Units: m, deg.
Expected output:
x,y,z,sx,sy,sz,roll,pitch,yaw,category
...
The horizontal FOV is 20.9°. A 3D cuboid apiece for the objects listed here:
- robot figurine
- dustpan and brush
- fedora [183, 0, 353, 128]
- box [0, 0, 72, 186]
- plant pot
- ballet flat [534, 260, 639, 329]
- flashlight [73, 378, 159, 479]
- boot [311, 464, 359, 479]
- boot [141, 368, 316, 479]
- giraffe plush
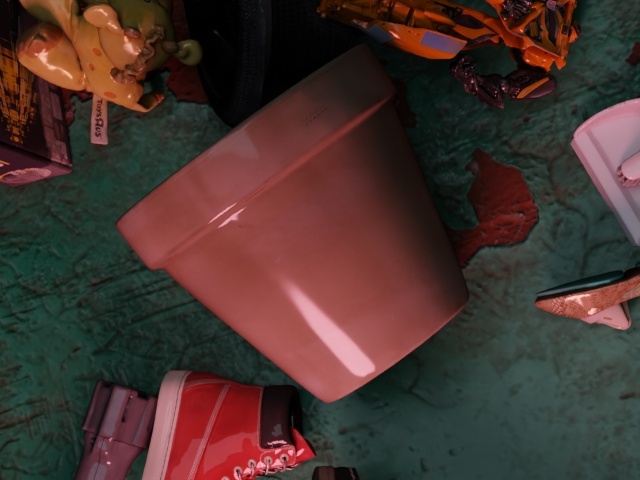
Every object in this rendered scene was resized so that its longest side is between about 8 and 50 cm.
x,y,z,sx,sy,sz,roll,pitch,yaw,category
0.149,-0.260,1.800,0.291,0.085,0.211,16,77,-19,robot figurine
0.379,-0.106,1.793,0.211,0.060,0.147,-31,76,10,dustpan and brush
-0.051,-0.287,1.861,0.153,0.334,0.334,-7,80,-16,fedora
-0.406,-0.275,1.901,0.097,0.318,0.394,-12,79,14,box
0.000,0.000,1.781,0.323,0.323,0.280,-37,91,8,plant pot
0.325,0.054,1.786,0.206,0.073,0.067,-19,92,16,ballet flat
-0.251,0.308,1.901,0.103,0.103,0.304,9,79,51,flashlight
0.150,0.380,1.715,0.284,0.138,0.377,-12,61,-8,boot
-0.100,0.269,1.867,0.176,0.088,0.244,7,81,15,boot
-0.222,-0.228,1.888,0.170,0.181,0.210,-24,80,57,giraffe plush
